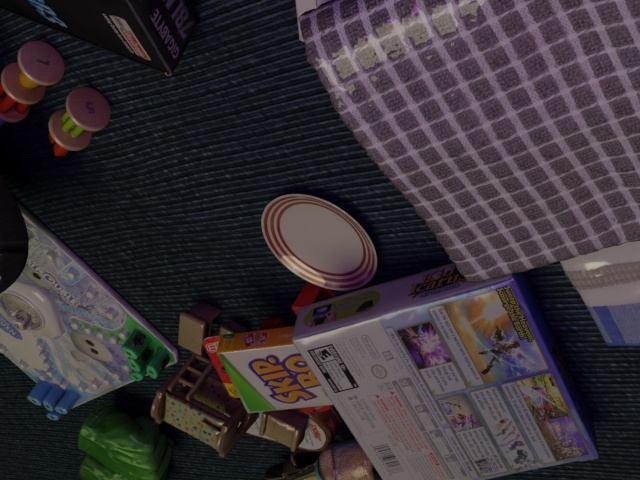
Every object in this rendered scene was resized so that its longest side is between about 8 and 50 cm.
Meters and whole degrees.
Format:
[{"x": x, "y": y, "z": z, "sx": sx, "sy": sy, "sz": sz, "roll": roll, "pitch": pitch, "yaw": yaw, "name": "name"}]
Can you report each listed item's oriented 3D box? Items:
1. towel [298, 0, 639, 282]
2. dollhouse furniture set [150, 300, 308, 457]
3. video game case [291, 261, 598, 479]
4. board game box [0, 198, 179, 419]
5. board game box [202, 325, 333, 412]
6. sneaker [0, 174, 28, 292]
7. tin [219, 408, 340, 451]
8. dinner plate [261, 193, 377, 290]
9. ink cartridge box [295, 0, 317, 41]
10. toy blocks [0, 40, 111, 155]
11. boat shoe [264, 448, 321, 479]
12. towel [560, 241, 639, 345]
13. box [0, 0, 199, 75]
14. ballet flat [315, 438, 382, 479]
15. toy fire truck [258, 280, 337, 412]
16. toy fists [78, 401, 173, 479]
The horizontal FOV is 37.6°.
[{"x": 0.153, "y": -0.095, "z": 0.645, "sx": 0.235, "sy": 0.121, "sz": 0.283, "roll": -19, "pitch": 128, "yaw": 28, "name": "towel"}, {"x": -0.113, "y": 0.193, "z": 1.212, "sx": 0.182, "sy": 0.101, "sz": 0.161, "roll": 23, "pitch": 127, "yaw": 18, "name": "dollhouse furniture set"}, {"x": 0.139, "y": 0.153, "z": 1.016, "sx": 0.244, "sy": 0.061, "sz": 0.269, "roll": -17, "pitch": 121, "yaw": 22, "name": "video game case"}, {"x": -0.454, "y": 0.107, "z": 1.423, "sx": 0.390, "sy": 0.050, "sz": 0.390, "roll": 46, "pitch": 139, "yaw": -15, "name": "board game box"}, {"x": -0.001, "y": 0.146, "z": 1.102, "sx": 0.259, "sy": 0.039, "sz": 0.124, "roll": -6, "pitch": 134, "yaw": 14, "name": "board game box"}, {"x": -0.488, "y": -0.154, "z": 1.086, "sx": 0.257, "sy": 0.169, "sz": 0.447, "roll": 14, "pitch": 121, "yaw": 59, "name": "sneaker"}, {"x": -0.063, "y": 0.242, "z": 1.316, "sx": 0.190, "sy": 0.040, "sz": 0.106, "roll": 9, "pitch": 139, "yaw": 26, "name": "tin"}, {"x": 0.000, "y": 0.000, "z": 1.039, "sx": 0.141, "sy": 0.017, "sz": 0.141, "roll": 18, "pitch": 138, "yaw": 18, "name": "dinner plate"}, {"x": 0.060, "y": -0.246, "z": 0.689, "sx": 0.158, "sy": 0.092, "sz": 0.218, "roll": 15, "pitch": 140, "yaw": 21, "name": "ink cartridge box"}, {"x": -0.319, "y": -0.144, "z": 1.072, "sx": 0.123, "sy": 0.054, "sz": 0.148, "roll": 46, "pitch": 139, "yaw": -15, "name": "toy blocks"}, {"x": -0.026, "y": 0.323, "z": 1.364, "sx": 0.152, "sy": 0.056, "sz": 0.049, "roll": -21, "pitch": 112, "yaw": 34, "name": "boat shoe"}, {"x": 0.290, "y": -0.012, "z": 0.822, "sx": 0.209, "sy": 0.034, "sz": 0.285, "roll": -10, "pitch": 125, "yaw": 41, "name": "towel"}, {"x": -0.275, "y": -0.275, "z": 0.799, "sx": 0.293, "sy": 0.073, "sz": 0.295, "roll": 24, "pitch": 170, "yaw": 11, "name": "box"}, {"x": 0.121, "y": 0.383, "z": 1.290, "sx": 0.106, "sy": 0.107, "sz": 0.316, "roll": -32, "pitch": 117, "yaw": 17, "name": "ballet flat"}, {"x": -0.009, "y": 0.137, "z": 1.162, "sx": 0.135, "sy": 0.047, "sz": 0.192, "roll": -8, "pitch": 127, "yaw": 37, "name": "toy fire truck"}, {"x": -0.314, "y": 0.362, "z": 1.556, "sx": 0.142, "sy": 0.096, "sz": 0.279, "roll": 29, "pitch": 144, "yaw": 7, "name": "toy fists"}]
